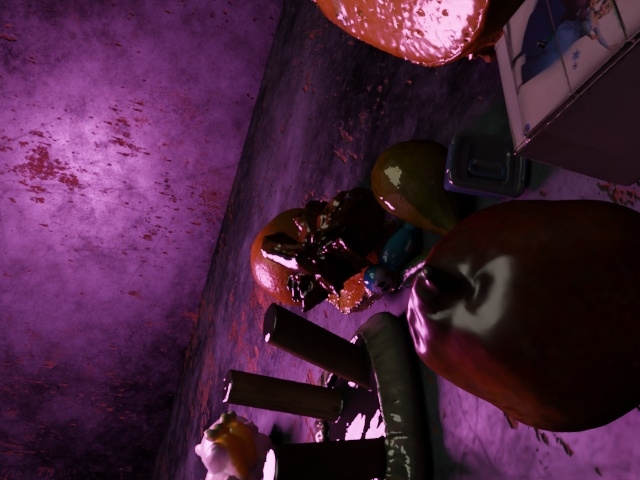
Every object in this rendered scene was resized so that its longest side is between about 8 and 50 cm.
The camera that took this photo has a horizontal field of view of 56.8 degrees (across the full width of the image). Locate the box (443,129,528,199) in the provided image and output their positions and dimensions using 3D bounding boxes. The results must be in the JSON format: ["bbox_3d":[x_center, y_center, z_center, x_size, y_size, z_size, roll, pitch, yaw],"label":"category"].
[{"bbox_3d":[0.203,-0.089,0.743,0.054,0.099,0.074,118,162,-76],"label":"box"}]

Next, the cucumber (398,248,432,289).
[{"bbox_3d":[0.156,0.037,0.875,0.168,0.039,0.039,139,140,-59],"label":"cucumber"}]

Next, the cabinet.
[{"bbox_3d":[0.272,-0.174,0.512,0.206,0.150,0.145,129,148,-53],"label":"cabinet"}]

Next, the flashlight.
[{"bbox_3d":[0.113,0.025,0.940,0.129,0.051,0.051,-58,15,-15],"label":"flashlight"}]

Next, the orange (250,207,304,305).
[{"bbox_3d":[-0.048,0.033,1.228,0.206,0.206,0.206,-167,90,-71],"label":"orange"}]

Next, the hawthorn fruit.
[{"bbox_3d":[0.174,0.049,0.497,0.208,0.248,0.208,-43,38,48],"label":"hawthorn fruit"}]

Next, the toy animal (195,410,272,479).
[{"bbox_3d":[-0.202,0.527,1.353,0.310,0.183,0.247,-106,34,-55],"label":"toy animal"}]

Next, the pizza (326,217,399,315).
[{"bbox_3d":[0.073,0.063,1.050,0.226,0.069,0.147,-49,40,39],"label":"pizza"}]

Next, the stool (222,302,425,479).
[{"bbox_3d":[-0.013,0.279,0.916,0.310,0.226,0.310,124,151,-43],"label":"stool"}]

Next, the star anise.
[{"bbox_3d":[0.007,0.008,0.927,0.237,0.148,0.346,-47,0,17],"label":"star anise"}]

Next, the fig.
[{"bbox_3d":[0.165,-0.074,0.847,0.185,0.133,0.126,28,90,32],"label":"fig"}]

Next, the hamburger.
[{"bbox_3d":[0.185,-0.365,0.733,0.268,0.287,0.445,-40,7,-18],"label":"hamburger"}]
